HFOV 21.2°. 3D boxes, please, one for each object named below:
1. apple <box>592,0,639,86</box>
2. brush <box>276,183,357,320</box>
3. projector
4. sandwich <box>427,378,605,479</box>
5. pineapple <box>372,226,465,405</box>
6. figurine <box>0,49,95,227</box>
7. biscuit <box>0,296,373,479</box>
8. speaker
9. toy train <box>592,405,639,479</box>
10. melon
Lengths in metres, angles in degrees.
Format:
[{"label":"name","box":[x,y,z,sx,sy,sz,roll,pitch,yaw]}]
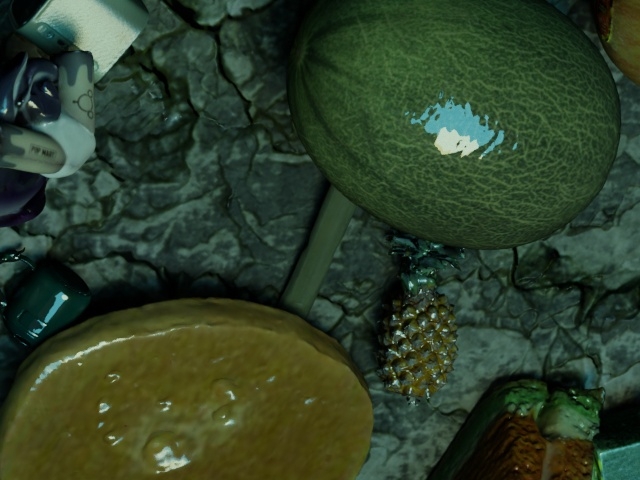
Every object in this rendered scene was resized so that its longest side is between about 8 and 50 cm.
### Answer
[{"label":"apple","box":[0.349,-0.223,1.541,0.211,0.188,0.211,-5,113,-12]},{"label":"brush","box":[0.000,0.000,1.636,0.034,0.027,0.190,14,118,-18]},{"label":"projector","box":[-0.205,-0.192,1.445,0.082,0.083,0.083,38,100,-28]},{"label":"sandwich","box":[0.173,0.283,1.731,0.109,0.212,0.292,29,118,-11]},{"label":"pineapple","box":[0.098,0.065,1.650,0.083,0.103,0.221,2,115,-4]},{"label":"figurine","box":[-0.267,-0.080,1.427,0.145,0.222,0.145,9,76,-38]},{"label":"biscuit","box":[-0.142,0.215,1.659,0.385,0.062,0.365,13,113,-30]},{"label":"speaker","box":[-0.263,0.051,1.558,0.094,0.060,0.075,33,101,-27]},{"label":"toy train","box":[0.404,0.239,1.816,0.330,0.138,0.178,-13,108,-8]},{"label":"melon","box":[0.113,-0.118,1.490,0.301,0.237,0.237,21,107,-22]}]
